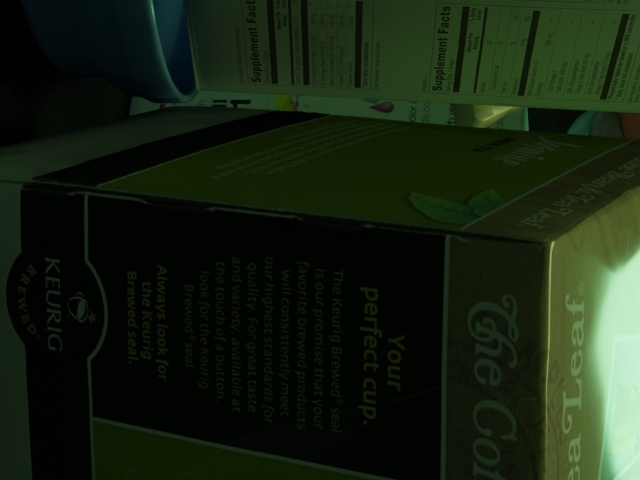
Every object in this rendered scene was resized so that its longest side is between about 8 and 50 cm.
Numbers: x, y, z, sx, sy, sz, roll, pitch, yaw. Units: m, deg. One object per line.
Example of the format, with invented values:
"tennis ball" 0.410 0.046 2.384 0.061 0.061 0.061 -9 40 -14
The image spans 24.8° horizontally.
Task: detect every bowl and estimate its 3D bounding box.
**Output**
"bowl" -0.103 -0.272 0.808 0.391 0.077 0.391 3 90 -87

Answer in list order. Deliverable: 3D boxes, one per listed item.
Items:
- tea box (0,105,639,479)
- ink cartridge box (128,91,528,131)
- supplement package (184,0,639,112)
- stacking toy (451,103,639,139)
"tea box" -0.003 0.117 0.704 0.220 0.323 0.329 -23 117 -57
"ink cartridge box" 0.000 0.000 0.997 0.117 0.278 0.201 69 25 -61
"supplement package" 0.064 -0.210 0.795 0.198 0.262 0.199 89 5 -59
"stacking toy" 0.166 0.013 0.915 0.130 0.279 0.309 135 -35 -55
